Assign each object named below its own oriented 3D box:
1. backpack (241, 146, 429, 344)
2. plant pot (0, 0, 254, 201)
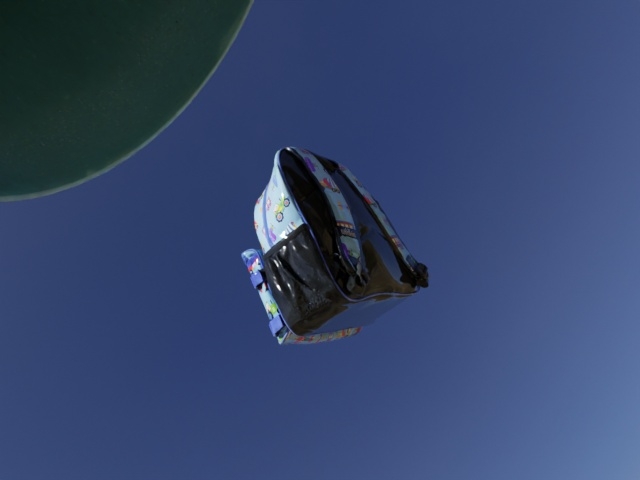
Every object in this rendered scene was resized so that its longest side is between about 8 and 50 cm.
[{"bbox_3d":[0.000,0.000,0.485,0.117,0.174,0.158,-40,-24,29],"label":"backpack"},{"bbox_3d":[-0.180,-0.195,0.274,0.290,0.195,0.290,-52,-5,-7],"label":"plant pot"}]
